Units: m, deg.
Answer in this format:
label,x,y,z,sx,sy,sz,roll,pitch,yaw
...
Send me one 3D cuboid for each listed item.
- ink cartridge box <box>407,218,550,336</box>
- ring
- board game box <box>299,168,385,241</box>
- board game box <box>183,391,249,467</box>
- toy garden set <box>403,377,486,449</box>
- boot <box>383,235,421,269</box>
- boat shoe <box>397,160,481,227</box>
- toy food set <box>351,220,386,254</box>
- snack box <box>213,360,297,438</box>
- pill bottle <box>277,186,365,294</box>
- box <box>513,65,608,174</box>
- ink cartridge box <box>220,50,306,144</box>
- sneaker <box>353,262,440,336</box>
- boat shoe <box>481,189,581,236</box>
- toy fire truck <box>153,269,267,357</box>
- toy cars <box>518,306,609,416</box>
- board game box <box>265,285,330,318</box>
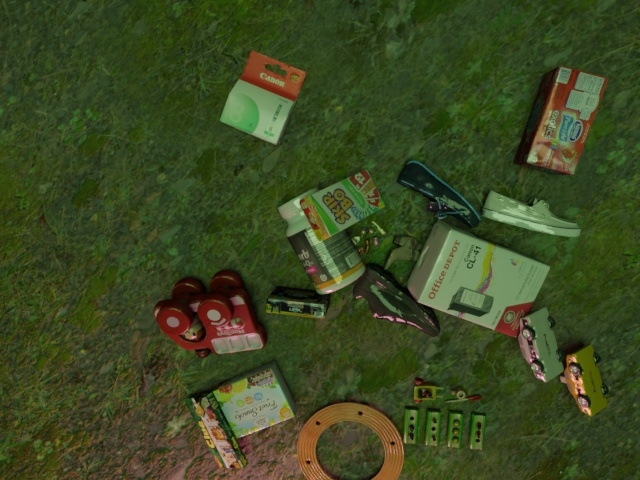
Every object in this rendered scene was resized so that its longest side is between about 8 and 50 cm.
label,x,y,z,sx,sy,sz,roll,pitch,yaw
ink cartridge box,0.430,0.105,1.318,0.307,0.131,0.225,19,101,-9
ring,0.095,0.666,1.509,0.337,0.032,0.336,1,98,7
board game box,0.064,-0.101,1.312,0.260,0.039,0.124,-29,93,-34
board game box,-0.334,0.606,1.517,0.136,0.030,0.259,-22,96,42
toy garden set,0.381,0.530,1.442,0.245,0.049,0.203,3,95,3
boot,0.243,0.043,1.392,0.087,0.042,0.118,21,91,-6
boat shoe,0.328,-0.114,1.344,0.258,0.109,0.089,41,89,15
toy food set,0.134,0.004,1.415,0.078,0.019,0.122,43,100,-1
snack box,-0.203,0.499,1.497,0.207,0.070,0.174,-23,96,10
pill bottle,0.000,0.000,1.357,0.162,0.162,0.278,-28,94,9
box,0.630,-0.311,1.263,0.128,0.122,0.256,16,100,4
ink cartridge box,-0.164,-0.413,1.372,0.181,0.056,0.224,23,102,2
sneaker,0.222,0.194,1.401,0.286,0.109,0.130,39,107,9
boat shoe,0.589,-0.077,1.321,0.268,0.096,0.088,16,104,12
toy fire truck,-0.337,0.248,1.442,0.303,0.169,0.253,-11,115,9
toy cars,0.663,0.336,1.329,0.394,0.087,0.176,36,70,-19
board game box,-0.061,0.180,1.399,0.171,0.141,0.048,6,100,5
